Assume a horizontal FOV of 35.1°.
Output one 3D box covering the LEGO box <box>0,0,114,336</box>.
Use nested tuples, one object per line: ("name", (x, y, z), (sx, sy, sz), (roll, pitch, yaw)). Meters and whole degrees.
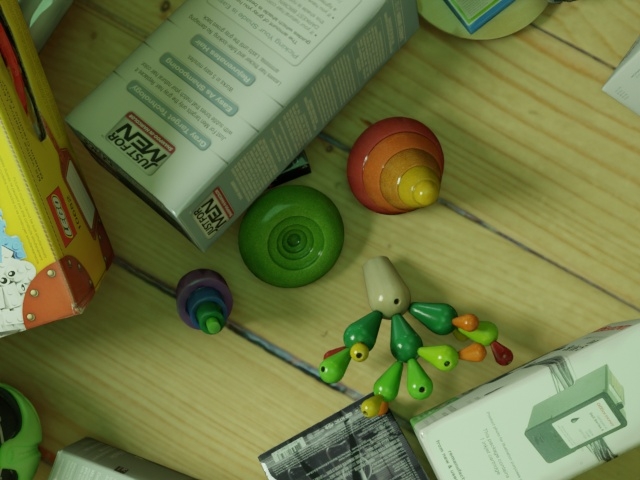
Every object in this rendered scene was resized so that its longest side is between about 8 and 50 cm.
("LEGO box", (-0.475, -0.129, 0.996), (0.373, 0.193, 0.500), (-17, 106, 3))

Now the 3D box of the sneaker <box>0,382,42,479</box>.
("sneaker", (-0.550, 0.211, 1.073), (0.483, 0.202, 0.185), (-5, 83, 3))

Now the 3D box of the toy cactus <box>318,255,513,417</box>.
("toy cactus", (0.096, 0.104, 1.167), (0.219, 0.112, 0.180), (-16, 60, -6))

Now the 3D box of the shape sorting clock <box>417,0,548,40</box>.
("shape sorting clock", (0.189, -0.343, 1.229), (0.206, 0.040, 0.206), (0, 87, -9))

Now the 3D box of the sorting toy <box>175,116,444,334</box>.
("sorting toy", (0.000, 0.000, 1.142), (0.366, 0.126, 0.127), (-33, 114, -2))

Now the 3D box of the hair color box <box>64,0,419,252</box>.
("hair color box", (-0.080, -0.191, 1.145), (0.185, 0.113, 0.374), (39, 78, 21))

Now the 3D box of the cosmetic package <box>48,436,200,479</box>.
("cosmetic package", (-0.185, 0.312, 1.138), (0.238, 0.127, 0.107), (17, 86, 2))

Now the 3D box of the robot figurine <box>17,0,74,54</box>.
("robot figurine", (-0.417, -0.326, 1.167), (0.300, 0.200, 0.353), (31, 86, 14))

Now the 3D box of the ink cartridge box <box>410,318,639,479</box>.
("ink cartridge box", (0.246, 0.191, 1.099), (0.273, 0.198, 0.114), (-26, 83, -1))

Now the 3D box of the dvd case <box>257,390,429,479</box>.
("dvd case", (0.047, 0.303, 1.151), (0.165, 0.018, 0.221), (-29, 64, -1))

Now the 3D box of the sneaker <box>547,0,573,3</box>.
("sneaker", (0.342, -0.390, 1.214), (0.267, 0.101, 0.106), (-43, 73, -10))

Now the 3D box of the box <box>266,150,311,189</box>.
("box", (-0.059, -0.094, 1.203), (0.083, 0.062, 0.052), (-22, 83, -1))

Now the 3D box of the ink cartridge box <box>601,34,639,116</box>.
("ink cartridge box", (0.479, -0.168, 1.070), (0.272, 0.309, 0.130), (36, 87, 4))
